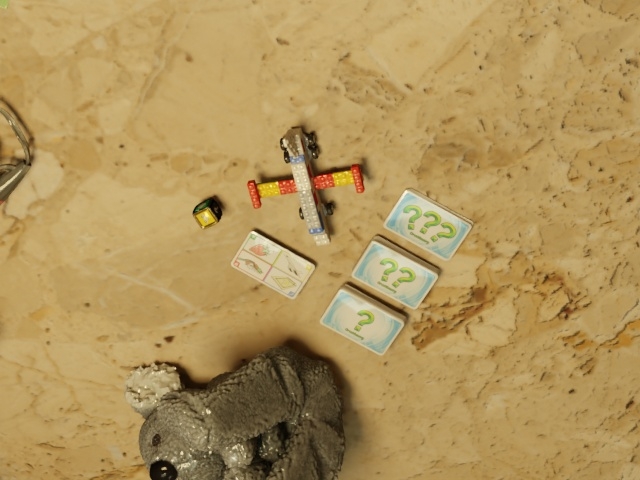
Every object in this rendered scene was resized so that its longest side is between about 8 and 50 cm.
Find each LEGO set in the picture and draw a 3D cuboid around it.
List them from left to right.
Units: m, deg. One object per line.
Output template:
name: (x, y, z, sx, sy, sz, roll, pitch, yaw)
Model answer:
LEGO set: (0.000, 0.000, 1.425, 0.244, 0.060, 0.182, 30, 119, -6)

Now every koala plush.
koala plush: (-0.105, 0.209, 1.528, 0.221, 0.203, 0.196, -14, 110, 43)

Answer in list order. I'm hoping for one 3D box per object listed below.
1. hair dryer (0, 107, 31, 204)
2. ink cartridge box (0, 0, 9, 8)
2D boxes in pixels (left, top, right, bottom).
hair dryer: (-0.398, 0.007, 1.476, 0.224, 0.080, 0.293, 0, 120, 9)
ink cartridge box: (-0.319, -0.334, 1.228, 0.171, 0.056, 0.235, 16, 94, 1)
